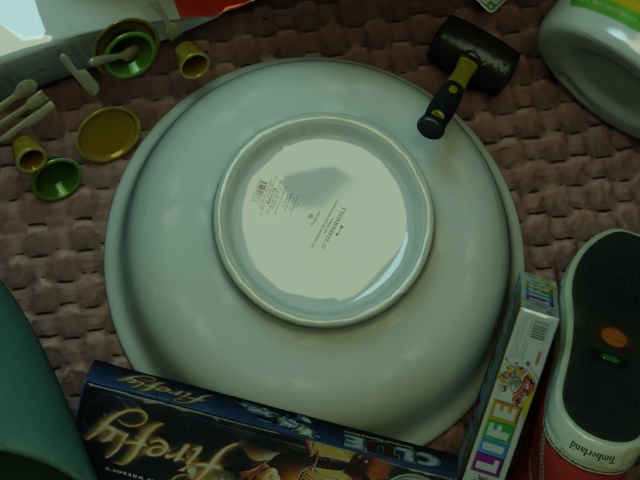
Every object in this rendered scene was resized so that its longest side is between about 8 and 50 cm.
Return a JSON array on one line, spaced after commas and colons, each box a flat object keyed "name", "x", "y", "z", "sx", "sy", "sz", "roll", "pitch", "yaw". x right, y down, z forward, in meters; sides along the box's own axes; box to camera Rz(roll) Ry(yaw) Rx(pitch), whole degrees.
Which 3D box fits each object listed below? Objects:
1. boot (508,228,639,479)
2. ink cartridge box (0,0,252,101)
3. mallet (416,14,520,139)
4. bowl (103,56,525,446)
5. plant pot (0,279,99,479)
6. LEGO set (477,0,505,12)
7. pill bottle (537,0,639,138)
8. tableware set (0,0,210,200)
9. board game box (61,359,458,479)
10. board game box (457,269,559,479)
[{"name": "boot", "x": 0.171, "y": 0.115, "z": 1.324, "sx": 0.088, "sy": 0.176, "sz": 0.244, "roll": 23, "pitch": 39, "yaw": 4}, {"name": "ink cartridge box", "x": -0.183, "y": -0.280, "z": 1.373, "sx": 0.385, "sy": 0.091, "sz": 0.308, "roll": -21, "pitch": 78, "yaw": 1}, {"name": "mallet", "x": 0.099, "y": -0.100, "z": 1.333, "sx": 0.062, "sy": 0.190, "sz": 0.039, "roll": 27, "pitch": 115, "yaw": -5}, {"name": "bowl", "x": 0.000, "y": 0.000, "z": 1.316, "sx": 0.297, "sy": 0.134, "sz": 0.298, "roll": 1, "pitch": 76, "yaw": -3}, {"name": "plant pot", "x": -0.293, "y": 0.113, "z": 1.203, "sx": 0.293, "sy": 0.293, "sz": 0.235, "roll": -16, "pitch": 54, "yaw": -6}, {"name": "LEGO set", "x": 0.087, "y": -0.301, "z": 1.446, "sx": 0.244, "sy": 0.060, "sz": 0.182, "roll": 43, "pitch": 73, "yaw": 0}, {"name": "pill bottle", "x": 0.272, "y": -0.198, "z": 1.373, "sx": 0.136, "sy": 0.136, "sz": 0.246, "roll": 36, "pitch": 78, "yaw": 6}, {"name": "tableware set", "x": -0.146, "y": -0.091, "z": 1.345, "sx": 0.154, "sy": 0.104, "sz": 0.024, "roll": -35, "pitch": 48, "yaw": 2}, {"name": "board game box", "x": -0.049, "y": 0.187, "z": 1.276, "sx": 0.243, "sy": 0.042, "sz": 0.165, "roll": 14, "pitch": 108, "yaw": 1}, {"name": "board game box", "x": 0.118, "y": 0.105, "z": 1.282, "sx": 0.026, "sy": 0.103, "sz": 0.154, "roll": 18, "pitch": 103, "yaw": 2}]
